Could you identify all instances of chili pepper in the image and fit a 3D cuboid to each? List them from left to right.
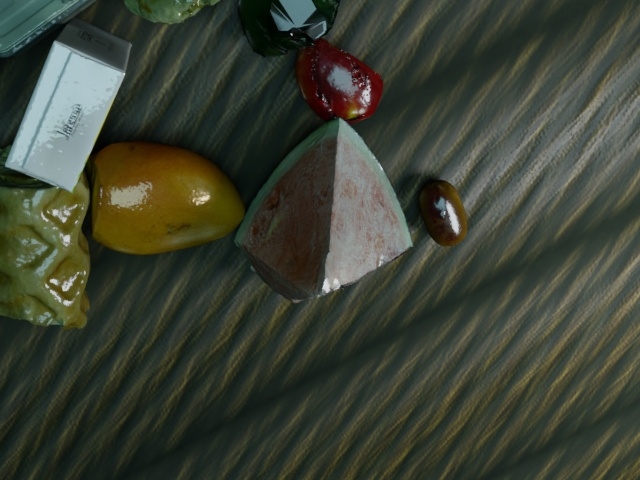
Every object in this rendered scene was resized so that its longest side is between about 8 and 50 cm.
[{"bbox_3d":[-0.024,-0.398,1.401,0.264,0.116,0.148,-44,108,8],"label":"chili pepper"}]

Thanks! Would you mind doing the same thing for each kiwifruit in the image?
[{"bbox_3d":[0.216,-0.047,1.594,0.075,0.075,0.124,-24,108,1],"label":"kiwifruit"}]

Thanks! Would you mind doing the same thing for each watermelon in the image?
[{"bbox_3d":[-0.016,-0.035,1.480,0.283,0.292,0.250,-28,88,7],"label":"watermelon"}]

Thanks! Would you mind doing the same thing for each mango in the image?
[{"bbox_3d":[-0.246,-0.069,1.484,0.257,0.138,0.187,-3,99,-20],"label":"mango"}]

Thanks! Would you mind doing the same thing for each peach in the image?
[{"bbox_3d":[0.027,-0.263,1.473,0.127,0.092,0.172,-31,114,7],"label":"peach"}]

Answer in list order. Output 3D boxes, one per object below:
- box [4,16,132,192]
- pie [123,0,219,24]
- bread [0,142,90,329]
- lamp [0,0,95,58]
[{"bbox_3d":[-0.368,-0.209,1.346,0.111,0.260,0.194,23,106,-15],"label":"box"},{"bbox_3d":[-0.213,-0.440,1.340,0.201,0.090,0.248,24,108,18],"label":"pie"},{"bbox_3d":[-0.462,-0.011,1.438,0.238,0.196,0.252,15,116,9],"label":"bread"},{"bbox_3d":[-0.432,-0.441,1.316,0.266,0.047,0.269,-33,92,7],"label":"lamp"}]
